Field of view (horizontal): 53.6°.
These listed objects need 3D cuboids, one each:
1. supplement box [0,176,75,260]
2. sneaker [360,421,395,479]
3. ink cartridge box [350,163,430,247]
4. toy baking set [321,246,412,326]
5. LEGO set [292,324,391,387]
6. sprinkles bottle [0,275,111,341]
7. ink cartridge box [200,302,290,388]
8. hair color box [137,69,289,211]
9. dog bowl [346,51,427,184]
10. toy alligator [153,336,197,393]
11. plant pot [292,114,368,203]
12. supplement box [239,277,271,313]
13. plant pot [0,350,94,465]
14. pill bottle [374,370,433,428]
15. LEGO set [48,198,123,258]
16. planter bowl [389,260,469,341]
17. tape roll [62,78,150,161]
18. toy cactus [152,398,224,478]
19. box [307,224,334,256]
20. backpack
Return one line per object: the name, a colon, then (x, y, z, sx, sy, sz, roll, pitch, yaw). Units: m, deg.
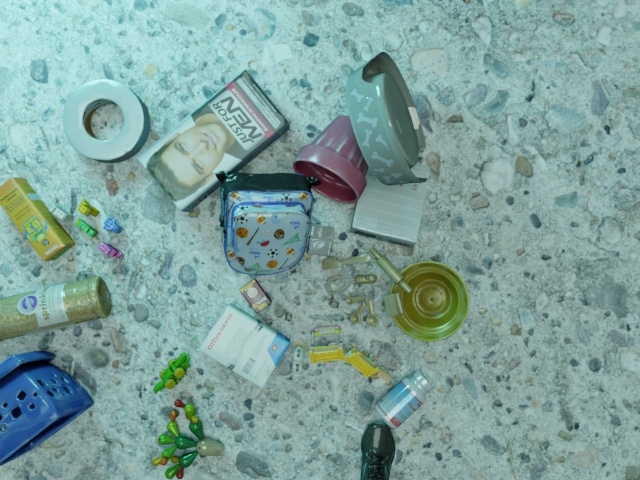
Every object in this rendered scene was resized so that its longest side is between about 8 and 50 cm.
supplement box: (-0.777, -0.058, 1.720, 0.078, 0.080, 0.233, -38, 94, 1)
sneaker: (0.159, 0.642, 1.756, 0.101, 0.106, 0.268, 5, 89, -1)
ink cartridge box: (0.198, -0.113, 1.781, 0.188, 0.066, 0.233, 14, 69, -2)
toy baking set: (0.121, 0.120, 1.740, 0.196, 0.030, 0.256, -40, 79, 13)
LEGO set: (0.066, 0.313, 1.767, 0.286, 0.107, 0.132, 11, 125, -7)
sprinkles bottle: (-0.755, 0.189, 1.704, 0.355, 0.121, 0.121, -13, 91, -3)
ink cartridge box: (-0.205, 0.286, 1.743, 0.203, 0.086, 0.148, 33, 89, -2)
hair color box: (-0.284, -0.264, 1.718, 0.374, 0.113, 0.185, -40, 92, 0)
dog bowl: (0.173, -0.301, 1.633, 0.102, 0.348, 0.349, -17, 92, 23)
toy alligator: (-0.388, 0.353, 1.758, 0.190, 0.056, 0.051, -51, 134, -2)
plant pot: (0.054, -0.227, 1.702, 0.201, 0.201, 0.180, 31, 75, -2)
supplement box: (-0.181, 0.154, 1.763, 0.055, 0.043, 0.083, -37, 93, -3)
plant pot: (-0.779, 0.425, 1.657, 0.236, 0.236, 0.212, -36, 85, -2)
pill bottle: (0.235, 0.440, 1.763, 0.160, 0.087, 0.087, -43, 92, 0)
LEGO set: (-0.627, -0.051, 1.717, 0.227, 0.093, 0.087, 37, 89, -2)
planter bowl: (0.304, 0.165, 1.747, 0.217, 0.090, 0.217, 0, 89, 17)
tape roll: (-0.582, -0.323, 1.726, 0.219, 0.072, 0.220, 0, 90, -2)
toy cactus: (-0.356, 0.558, 1.744, 0.180, 0.112, 0.219, 15, 82, -12)
box: (0.000, 0.000, 1.780, 0.067, 0.018, 0.083, 9, 91, -3)
backpack: (-0.141, -0.033, 1.655, 0.276, 0.213, 0.264, 2, 130, -9)
